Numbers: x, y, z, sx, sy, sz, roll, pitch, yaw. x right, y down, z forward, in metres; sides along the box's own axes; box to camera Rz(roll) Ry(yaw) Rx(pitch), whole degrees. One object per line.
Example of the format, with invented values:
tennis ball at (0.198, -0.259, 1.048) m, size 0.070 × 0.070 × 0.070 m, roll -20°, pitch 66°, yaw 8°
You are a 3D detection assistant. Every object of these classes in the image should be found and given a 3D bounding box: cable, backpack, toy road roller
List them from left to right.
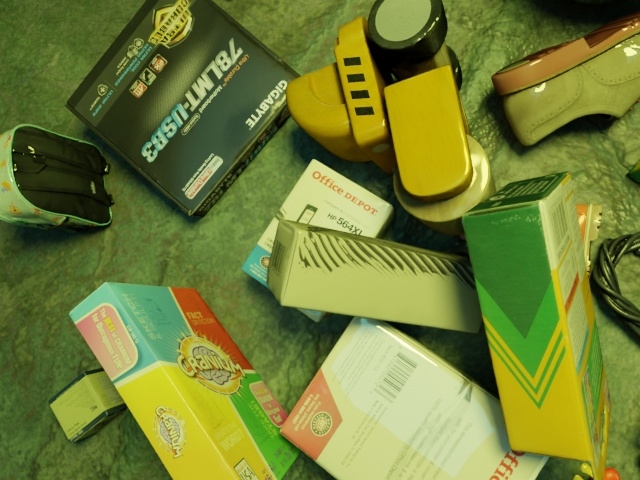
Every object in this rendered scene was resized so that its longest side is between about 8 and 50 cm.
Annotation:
backpack at (-0.468, -0.099, 0.739) m, size 0.145 × 0.188 × 0.165 m, roll -10°, pitch 82°, yaw 10°
toy road roller at (0.093, -0.157, 0.632) m, size 0.241 × 0.203 × 0.329 m, roll -16°, pitch 76°, yaw 23°
cable at (0.466, 0.060, 0.596) m, size 0.151 × 0.047 × 0.184 m, roll -41°, pitch 76°, yaw 4°

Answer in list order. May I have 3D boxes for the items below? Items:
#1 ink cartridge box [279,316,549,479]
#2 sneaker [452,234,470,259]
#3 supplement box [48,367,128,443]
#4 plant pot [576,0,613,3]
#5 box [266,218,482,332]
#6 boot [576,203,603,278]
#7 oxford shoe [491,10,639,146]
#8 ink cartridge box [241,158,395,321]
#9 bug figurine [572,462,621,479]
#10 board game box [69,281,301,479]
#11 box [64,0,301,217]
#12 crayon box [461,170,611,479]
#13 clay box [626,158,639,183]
ink cartridge box at (0.122, 0.255, 0.606) m, size 0.283 × 0.117 × 0.207 m, roll 34°, pitch 90°, yaw 14°
sneaker at (0.252, 0.028, 0.651) m, size 0.119 × 0.047 × 0.057 m, roll 26°, pitch 105°, yaw 17°
supplement box at (-0.390, 0.276, 0.741) m, size 0.083 × 0.056 × 0.083 m, roll -39°, pitch 77°, yaw 5°
plant pot at (0.416, -0.461, 0.597) m, size 0.293 × 0.196 × 0.292 m, roll -1°, pitch 82°, yaw 11°
box at (0.076, 0.047, 0.578) m, size 0.275 × 0.113 × 0.094 m, roll 10°, pitch 97°, yaw -20°
boot at (0.342, 0.024, 0.628) m, size 0.085 × 0.059 × 0.157 m, roll 9°, pitch 88°, yaw 30°
oxford shoe at (0.426, -0.245, 0.628) m, size 0.349 × 0.123 × 0.130 m, roll -20°, pitch 105°, yaw 7°
ink cartridge box at (0.000, 0.000, 0.681) m, size 0.148 × 0.086 × 0.203 m, roll 33°, pitch 91°, yaw 13°
bug figurine at (0.462, 0.352, 0.539) m, size 0.279 × 0.072 × 0.216 m, roll 37°, pitch 84°, yaw 23°
board game box at (-0.163, 0.203, 0.610) m, size 0.064 × 0.242 × 0.316 m, roll -41°, pitch 77°, yaw 3°
box at (-0.223, -0.241, 0.746) m, size 0.293 × 0.073 × 0.295 m, roll 42°, pitch 93°, yaw 5°
crayon box at (0.267, 0.096, 0.520) m, size 0.083 × 0.203 × 0.322 m, roll -10°, pitch 99°, yaw 38°
clay box at (0.557, -0.143, 0.600) m, size 0.127 × 0.053 × 0.222 m, roll 41°, pitch 91°, yaw 13°
